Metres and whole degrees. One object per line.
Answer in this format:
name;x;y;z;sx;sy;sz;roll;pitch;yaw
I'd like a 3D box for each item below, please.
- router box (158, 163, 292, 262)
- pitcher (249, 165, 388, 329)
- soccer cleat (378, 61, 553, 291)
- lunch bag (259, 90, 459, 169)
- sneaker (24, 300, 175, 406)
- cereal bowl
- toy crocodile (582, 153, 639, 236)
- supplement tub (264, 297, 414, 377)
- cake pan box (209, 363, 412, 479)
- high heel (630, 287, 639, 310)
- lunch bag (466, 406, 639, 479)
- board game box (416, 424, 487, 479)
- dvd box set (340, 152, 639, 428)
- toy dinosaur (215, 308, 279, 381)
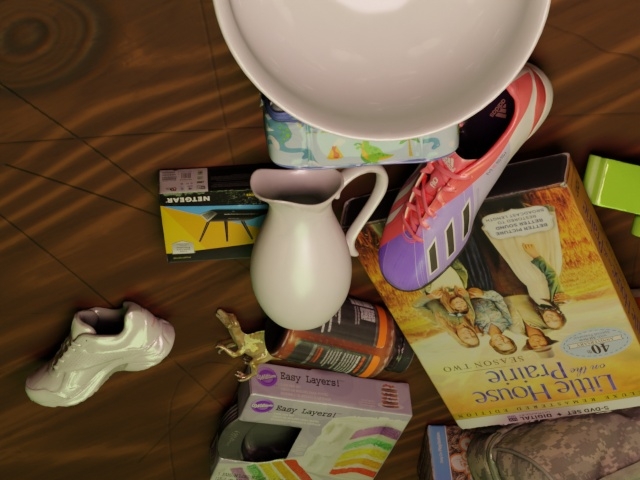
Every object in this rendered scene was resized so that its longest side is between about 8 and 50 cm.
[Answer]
router box;-0.111;-0.034;1.868;0.179;0.046;0.133;-4;139;-2
pitcher;0.000;0.000;1.809;0.178;0.125;0.207;-13;130;-17
soccer cleat;0.151;-0.073;1.726;0.318;0.109;0.116;-56;162;20
lunch bag;0.042;-0.156;1.647;0.219;0.176;0.090;-4;121;1
sneaker;-0.324;0.145;2.038;0.232;0.090;0.115;-28;128;13
cereal bowl;0.057;-0.278;1.489;0.339;0.141;0.339;-1;111;-3
toy crocodile;0.491;-0.052;1.871;0.341;0.105;0.115;7;99;-10
supplement tub;0.030;0.130;2.026;0.198;0.106;0.106;15;135;-21
cake pan box;-0.023;0.291;2.238;0.267;0.070;0.245;10;135;-16
high heel;0.505;0.185;2.130;0.377;0.127;0.181;20;139;-21
lunch bag;0.389;0.322;2.079;0.305;0.212;0.256;-20;178;-20
board game box;0.310;0.416;2.283;0.291;0.232;0.141;-1;142;-5
dvd box set;0.248;0.082;1.936;0.308;0.062;0.420;-11;131;25
toy dinosaur;-0.083;0.158;2.089;0.183;0.053;0.092;25;130;-30
